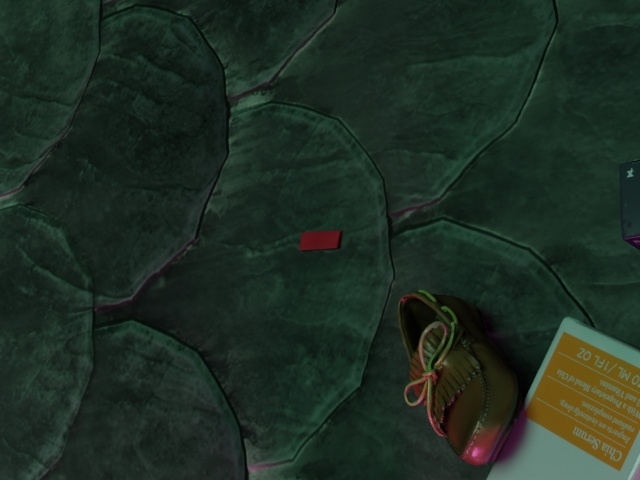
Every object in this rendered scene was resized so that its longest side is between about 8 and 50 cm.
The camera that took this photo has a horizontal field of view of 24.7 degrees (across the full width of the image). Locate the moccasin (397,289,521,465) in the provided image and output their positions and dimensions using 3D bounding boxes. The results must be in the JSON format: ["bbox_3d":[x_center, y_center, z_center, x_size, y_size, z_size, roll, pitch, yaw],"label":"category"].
[{"bbox_3d":[0.176,0.174,1.990,0.139,0.147,0.380,-61,18,25],"label":"moccasin"}]

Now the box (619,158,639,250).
[{"bbox_3d":[0.493,-0.034,1.860,0.153,0.207,0.108,-12,66,37],"label":"box"}]

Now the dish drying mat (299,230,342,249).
[{"bbox_3d":[0.000,0.000,2.402,0.083,0.008,0.032,-4,71,40],"label":"dish drying mat"}]

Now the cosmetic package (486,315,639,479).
[{"bbox_3d":[0.333,0.352,1.857,0.230,0.162,0.453,26,92,56],"label":"cosmetic package"}]
